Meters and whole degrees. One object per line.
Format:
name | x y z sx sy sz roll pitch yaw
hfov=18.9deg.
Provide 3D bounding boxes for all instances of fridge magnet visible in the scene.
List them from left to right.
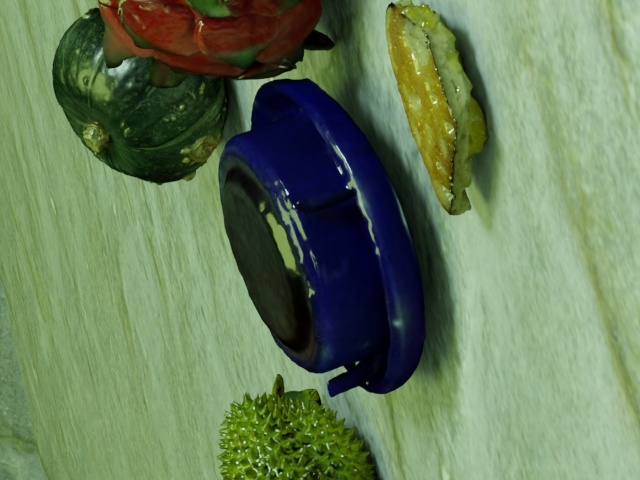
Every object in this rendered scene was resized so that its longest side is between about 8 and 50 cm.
fridge magnet | 0.000 0.000 1.531 0.265 0.112 0.265 57 159 36

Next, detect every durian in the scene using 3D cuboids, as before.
durian | -0.027 0.226 1.760 0.198 0.146 0.159 71 161 -1

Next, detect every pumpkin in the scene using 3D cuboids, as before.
pumpkin | -0.175 -0.142 1.884 0.146 0.190 0.190 -63 12 -11

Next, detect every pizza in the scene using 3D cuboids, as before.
pizza | 0.082 -0.100 1.319 0.099 0.035 0.160 137 116 -72

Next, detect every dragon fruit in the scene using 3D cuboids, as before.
dragon fruit | -0.089 -0.213 1.509 0.274 0.192 0.193 154 102 -76
